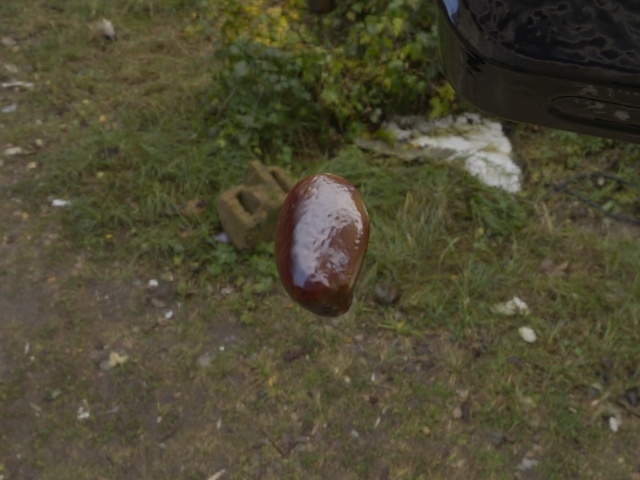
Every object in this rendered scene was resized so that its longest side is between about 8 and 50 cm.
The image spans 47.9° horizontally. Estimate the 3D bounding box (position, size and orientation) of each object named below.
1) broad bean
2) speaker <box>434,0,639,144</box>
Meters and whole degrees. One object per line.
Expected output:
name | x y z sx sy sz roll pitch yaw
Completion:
broad bean | 0.000 0.000 0.801 0.114 0.084 0.165 3 67 20
speaker | 0.261 -0.118 0.549 0.388 0.180 0.184 15 78 16
